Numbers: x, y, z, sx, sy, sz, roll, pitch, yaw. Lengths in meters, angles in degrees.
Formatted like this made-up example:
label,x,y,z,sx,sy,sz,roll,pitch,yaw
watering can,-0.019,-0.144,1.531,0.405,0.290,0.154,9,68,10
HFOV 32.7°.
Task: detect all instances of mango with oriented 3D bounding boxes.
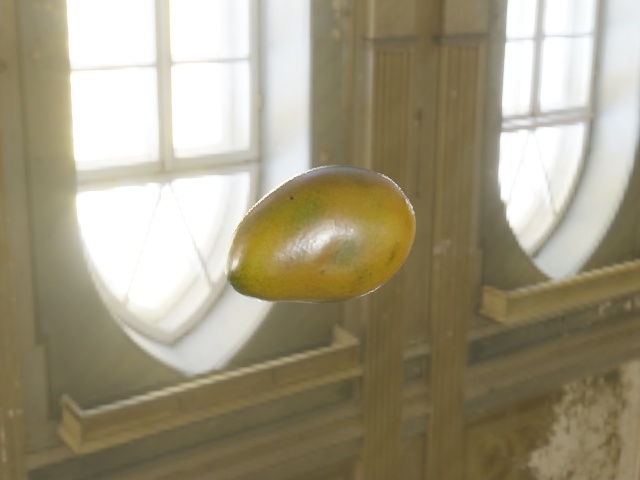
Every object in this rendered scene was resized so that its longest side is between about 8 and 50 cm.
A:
label,x,y,z,sx,sy,sz,roll,pitch,yaw
mango,0.002,-0.005,0.866,0.163,0.111,0.089,1,-170,-36
